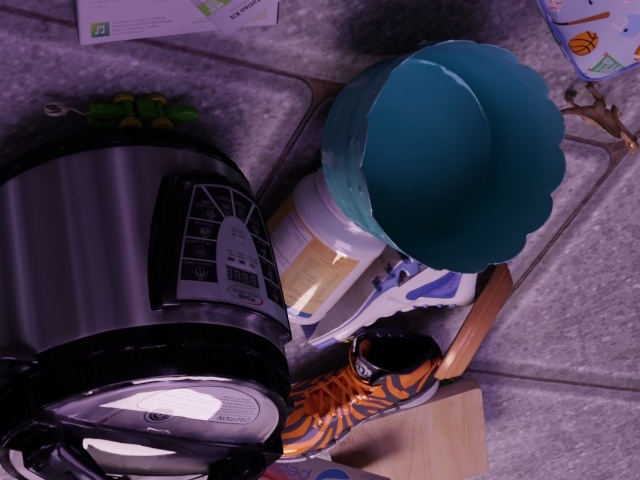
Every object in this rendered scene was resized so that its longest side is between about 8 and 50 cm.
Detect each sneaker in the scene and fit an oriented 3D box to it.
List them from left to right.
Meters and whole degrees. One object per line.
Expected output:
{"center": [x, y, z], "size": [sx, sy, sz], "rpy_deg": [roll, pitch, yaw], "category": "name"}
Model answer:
{"center": [0.034, 0.216, 2.210], "size": [0.321, 0.125, 0.180], "rpy_deg": [-26, 155, -9], "category": "sneaker"}
{"center": [0.043, 0.139, 2.223], "size": [0.083, 0.031, 0.035], "rpy_deg": [1, 165, -33], "category": "sneaker"}
{"center": [0.126, 0.061, 2.086], "size": [0.315, 0.127, 0.182], "rpy_deg": [-39, 134, 20], "category": "sneaker"}

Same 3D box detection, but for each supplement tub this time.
{"center": [0.000, 0.000, 1.952], "size": [0.144, 0.144, 0.200], "rpy_deg": [16, 129, -35], "category": "supplement tub"}

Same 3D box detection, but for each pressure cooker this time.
{"center": [-0.221, 0.124, 1.753], "size": [0.369, 0.420, 0.375], "rpy_deg": [-9, 151, -4], "category": "pressure cooker"}

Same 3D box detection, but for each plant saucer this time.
{"center": [0.231, 0.122, 2.160], "size": [0.037, 0.200, 0.200], "rpy_deg": [29, 131, 5], "category": "plant saucer"}

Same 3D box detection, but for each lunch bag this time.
{"center": [0.368, -0.333, 1.734], "size": [0.243, 0.115, 0.303], "rpy_deg": [-24, 140, 14], "category": "lunch bag"}

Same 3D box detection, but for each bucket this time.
{"center": [0.142, -0.106, 1.777], "size": [0.281, 0.183, 0.281], "rpy_deg": [-3, 98, -19], "category": "bucket"}

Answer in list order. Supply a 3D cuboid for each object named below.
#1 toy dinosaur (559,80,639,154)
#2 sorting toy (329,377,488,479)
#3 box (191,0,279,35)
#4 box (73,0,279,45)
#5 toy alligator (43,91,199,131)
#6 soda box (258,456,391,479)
{"center": [0.364, -0.170, 1.946], "size": [0.183, 0.093, 0.053], "rpy_deg": [17, 128, -36], "category": "toy dinosaur"}
{"center": [0.136, 0.316, 2.407], "size": [0.255, 0.089, 0.257], "rpy_deg": [-16, 140, -4], "category": "sorting toy"}
{"center": [-0.097, -0.316, 1.553], "size": [0.145, 0.038, 0.186], "rpy_deg": [-31, 140, 14], "category": "box"}
{"center": [-0.152, -0.357, 1.558], "size": [0.232, 0.058, 0.322], "rpy_deg": [-8, 140, -14], "category": "box"}
{"center": [-0.241, -0.142, 1.762], "size": [0.189, 0.056, 0.051], "rpy_deg": [-1, 137, -21], "category": "toy alligator"}
{"center": [-0.013, 0.400, 2.333], "size": [0.263, 0.092, 0.083], "rpy_deg": [12, 148, 24], "category": "soda box"}
